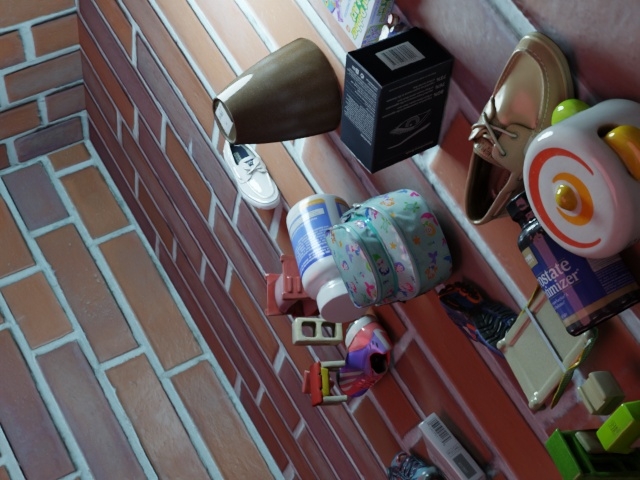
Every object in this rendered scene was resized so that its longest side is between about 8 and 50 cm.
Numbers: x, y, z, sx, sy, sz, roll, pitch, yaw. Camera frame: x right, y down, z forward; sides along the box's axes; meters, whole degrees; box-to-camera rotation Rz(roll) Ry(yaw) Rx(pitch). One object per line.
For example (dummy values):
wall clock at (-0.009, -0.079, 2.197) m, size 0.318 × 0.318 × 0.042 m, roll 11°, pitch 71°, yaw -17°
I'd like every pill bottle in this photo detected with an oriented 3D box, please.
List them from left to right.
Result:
pill bottle at (0.023, 0.042, 1.963) m, size 0.152 × 0.152 × 0.272 m, roll 96°, pitch 163°, yaw -51°
pill bottle at (0.370, 0.020, 1.312) m, size 0.219 × 0.122 × 0.123 m, roll 62°, pitch 157°, yaw 14°

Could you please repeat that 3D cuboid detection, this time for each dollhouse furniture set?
dollhouse furniture set at (-0.043, 0.237, 2.225) m, size 0.201 × 0.152 × 0.374 m, roll 129°, pitch 140°, yaw -65°
dollhouse furniture set at (0.443, 0.223, 1.443) m, size 0.198 × 0.151 × 0.302 m, roll -64°, pitch 33°, yaw 37°

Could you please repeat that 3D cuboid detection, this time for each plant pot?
plant pot at (-0.108, -0.297, 1.900) m, size 0.215 × 0.230 × 0.215 m, roll 48°, pitch 153°, yaw 36°

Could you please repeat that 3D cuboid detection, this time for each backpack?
backpack at (0.138, 0.018, 1.761) m, size 0.253 × 0.191 × 0.225 m, roll -20°, pitch 94°, yaw 62°

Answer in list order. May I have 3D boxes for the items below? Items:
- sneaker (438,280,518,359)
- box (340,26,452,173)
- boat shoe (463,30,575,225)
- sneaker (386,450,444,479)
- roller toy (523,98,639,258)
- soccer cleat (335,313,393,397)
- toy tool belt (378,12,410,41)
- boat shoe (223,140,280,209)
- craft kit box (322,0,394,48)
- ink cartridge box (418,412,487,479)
sneaker at (0.314, 0.160, 1.664) m, size 0.221 × 0.083 × 0.087 m, roll 45°, pitch 166°, yaw 47°
box at (0.128, -0.242, 1.541) m, size 0.108 × 0.153 × 0.207 m, roll 51°, pitch 153°, yaw 32°
boat shoe at (0.289, -0.151, 1.334) m, size 0.122 × 0.110 × 0.341 m, roll 48°, pitch 152°, yaw 36°
sneaker at (0.223, 0.601, 2.262) m, size 0.125 × 0.104 × 0.262 m, roll 61°, pitch 157°, yaw 14°
roller toy at (0.373, -0.079, 1.176) m, size 0.209 × 0.146 × 0.191 m, roll 27°, pitch 137°, yaw 55°
soccer cleat at (0.115, 0.318, 2.211) m, size 0.116 × 0.108 × 0.318 m, roll 47°, pitch 149°, yaw 30°
toy tool belt at (0.135, -0.362, 1.555) m, size 0.083 × 0.051 × 0.052 m, roll 108°, pitch 149°, yaw -42°
boat shoe at (-0.193, -0.188, 2.376) m, size 0.258 × 0.095 × 0.084 m, roll 49°, pitch 157°, yaw 31°
craft kit box at (0.050, -0.510, 1.570) m, size 0.247 × 0.061 × 0.250 m, roll 54°, pitch 155°, yaw 19°
ink cartridge box at (0.317, 0.527, 2.074) m, size 0.189 × 0.066 × 0.232 m, roll 49°, pitch 174°, yaw 33°
